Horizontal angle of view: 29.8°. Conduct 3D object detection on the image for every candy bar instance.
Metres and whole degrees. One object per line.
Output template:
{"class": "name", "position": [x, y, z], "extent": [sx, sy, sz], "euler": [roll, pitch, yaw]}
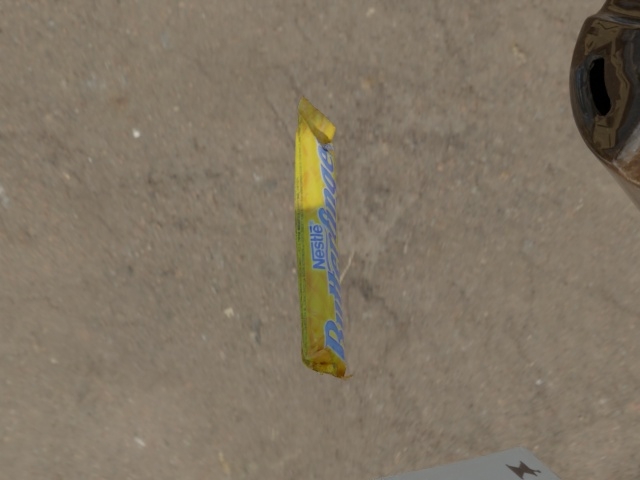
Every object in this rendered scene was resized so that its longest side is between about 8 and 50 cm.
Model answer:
{"class": "candy bar", "position": [0.000, 0.000, 0.649], "extent": [0.018, 0.040, 0.162], "euler": [-15, 61, 23]}

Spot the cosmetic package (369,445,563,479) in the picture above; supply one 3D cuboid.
{"class": "cosmetic package", "position": [0.082, 0.237, 0.658], "extent": [0.151, 0.184, 0.151], "euler": [-4, 32, -41]}

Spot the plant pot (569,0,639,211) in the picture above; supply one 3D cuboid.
{"class": "plant pot", "position": [0.187, -0.035, 0.449], "extent": [0.167, 0.165, 0.167], "euler": [-27, 46, 32]}
